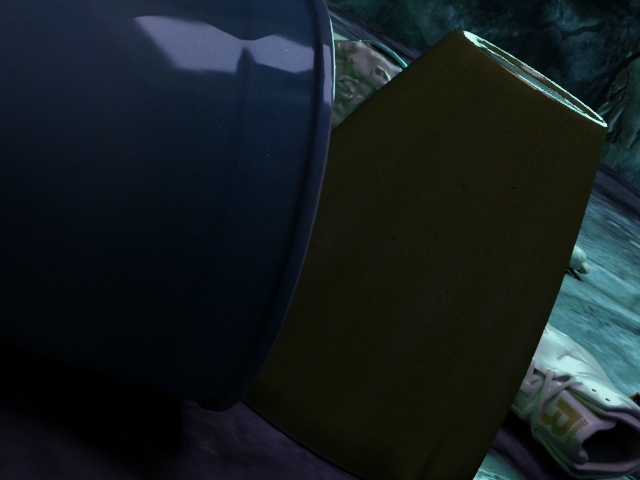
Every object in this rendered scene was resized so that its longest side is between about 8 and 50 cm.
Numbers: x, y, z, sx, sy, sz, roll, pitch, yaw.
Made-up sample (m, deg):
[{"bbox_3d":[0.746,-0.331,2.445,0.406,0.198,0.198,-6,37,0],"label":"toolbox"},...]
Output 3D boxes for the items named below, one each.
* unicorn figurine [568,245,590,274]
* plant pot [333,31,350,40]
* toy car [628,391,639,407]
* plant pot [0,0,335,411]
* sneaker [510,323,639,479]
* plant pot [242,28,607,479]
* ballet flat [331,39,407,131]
[{"bbox_3d":[0.361,0.002,2.062,0.162,0.060,0.111,27,15,-21],"label":"unicorn figurine"},{"bbox_3d":[0.000,-0.260,2.085,0.109,0.109,0.096,20,31,-40],"label":"plant pot"},{"bbox_3d":[0.339,0.203,1.452,0.040,0.060,0.122,-8,-19,18],"label":"toy car"},{"bbox_3d":[-0.157,-0.053,0.805,0.255,0.272,0.272,12,21,-18],"label":"plant pot"},{"bbox_3d":[0.188,0.121,1.223,0.292,0.108,0.169,26,13,-29],"label":"sneaker"},{"bbox_3d":[0.083,-0.004,1.035,0.274,0.294,0.275,30,14,-9],"label":"plant pot"},{"bbox_3d":[-0.011,-0.185,1.707,0.147,0.147,0.409,28,-3,-16],"label":"ballet flat"}]
